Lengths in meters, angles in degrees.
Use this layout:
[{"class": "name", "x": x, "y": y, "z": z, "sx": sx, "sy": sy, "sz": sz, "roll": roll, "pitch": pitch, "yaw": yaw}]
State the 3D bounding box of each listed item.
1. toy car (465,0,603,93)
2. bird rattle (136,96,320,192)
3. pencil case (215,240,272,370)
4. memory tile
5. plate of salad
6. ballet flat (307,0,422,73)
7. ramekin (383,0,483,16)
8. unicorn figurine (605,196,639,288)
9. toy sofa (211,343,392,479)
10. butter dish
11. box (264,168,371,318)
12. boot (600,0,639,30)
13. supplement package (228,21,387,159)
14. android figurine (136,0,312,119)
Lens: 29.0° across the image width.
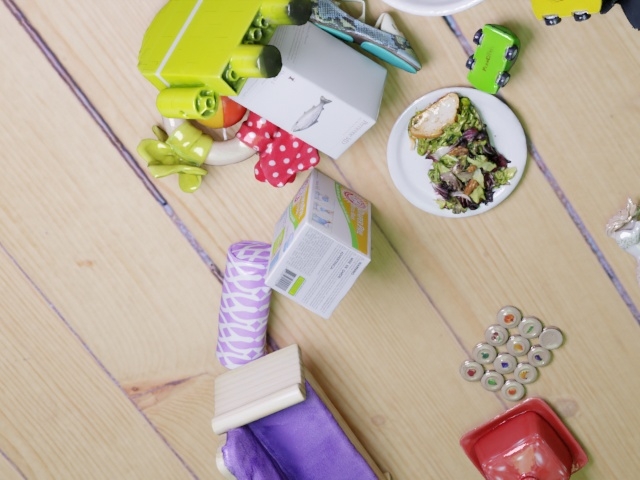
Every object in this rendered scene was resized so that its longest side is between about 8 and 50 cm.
[{"class": "toy car", "x": 0.250, "y": -0.301, "z": 1.648, "sx": 0.239, "sy": 0.053, "sz": 0.225, "roll": 32, "pitch": 133, "yaw": 19}, {"class": "bird rattle", "x": -0.129, "y": -0.165, "z": 1.722, "sx": 0.253, "sy": 0.143, "sz": 0.207, "roll": -9, "pitch": 98, "yaw": 5}, {"class": "pencil case", "x": -0.106, "y": 0.101, "z": 1.866, "sx": 0.088, "sy": 0.086, "sz": 0.206, "roll": -9, "pitch": 122, "yaw": -30}, {"class": "memory tile", "x": 0.294, "y": 0.176, "z": 1.911, "sx": 0.113, "sy": 0.012, "sz": 0.148, "roll": 27, "pitch": 114, "yaw": -9}, {"class": "plate of salad", "x": 0.194, "y": -0.119, "z": 1.759, "sx": 0.199, "sy": 0.048, "sz": 0.200, "roll": 1, "pitch": 115, "yaw": 3}, {"class": "ballet flat", "x": 0.061, "y": -0.290, "z": 1.683, "sx": 0.188, "sy": 0.070, "sz": 0.070, "roll": 22, "pitch": 115, "yaw": -11}, {"class": "ramekin", "x": 0.160, "y": -0.422, "z": 1.519, "sx": 0.277, "sy": 0.135, "sz": 0.277, "roll": 12, "pitch": 113, "yaw": 31}, {"class": "unicorn figurine", "x": 0.480, "y": 0.015, "z": 1.803, "sx": 0.162, "sy": 0.060, "sz": 0.111, "roll": 44, "pitch": 112, "yaw": 2}, {"class": "toy sofa", "x": -0.016, "y": 0.348, "z": 1.881, "sx": 0.150, "sy": 0.177, "sz": 0.363, "roll": -23, "pitch": 125, "yaw": 13}, {"class": "butter dish", "x": 0.321, "y": 0.354, "z": 1.935, "sx": 0.160, "sy": 0.118, "sz": 0.160, "roll": -33, "pitch": 109, "yaw": 18}, {"class": "box", "x": 0.000, "y": 0.000, "z": 1.743, "sx": 0.103, "sy": 0.203, "sz": 0.114, "roll": 30, "pitch": 112, "yaw": -11}, {"class": "boot", "x": 0.359, "y": -0.399, "z": 1.567, "sx": 0.246, "sy": 0.094, "sz": 0.207, "roll": 47, "pitch": 158, "yaw": 21}, {"class": "supplement package", "x": -0.016, "y": -0.212, "z": 1.670, "sx": 0.179, "sy": 0.105, "sz": 0.105, "roll": 29, "pitch": 139, "yaw": -18}, {"class": "android figurine", "x": -0.136, "y": -0.266, "z": 1.614, "sx": 0.272, "sy": 0.248, "sz": 0.056, "roll": 6, "pitch": 153, "yaw": 44}]
